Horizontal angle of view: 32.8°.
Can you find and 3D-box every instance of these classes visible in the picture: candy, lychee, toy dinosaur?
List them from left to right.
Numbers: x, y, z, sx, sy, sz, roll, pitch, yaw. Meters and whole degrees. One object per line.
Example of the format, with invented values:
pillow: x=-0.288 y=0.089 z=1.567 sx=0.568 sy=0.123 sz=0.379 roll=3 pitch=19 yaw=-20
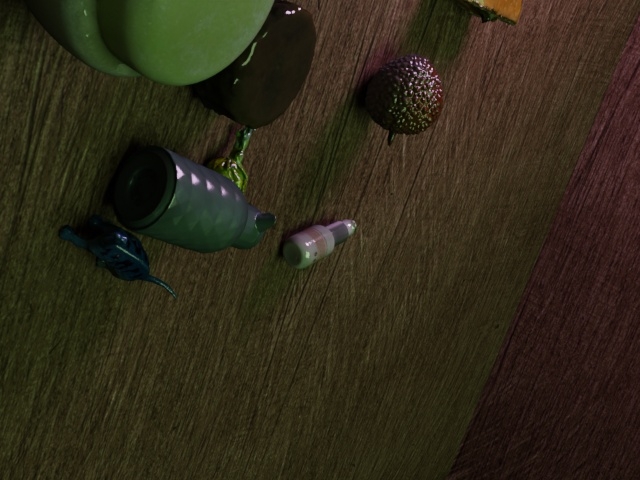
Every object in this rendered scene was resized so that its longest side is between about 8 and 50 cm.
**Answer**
toy dinosaur: x=-0.330 y=0.015 z=1.773 sx=0.076 sy=0.144 sz=0.329 roll=-58 pitch=164 yaw=-14
candy: x=-0.135 y=-0.190 z=1.958 sx=0.077 sy=0.073 sz=0.262 roll=31 pitch=82 yaw=-50
lychee: x=0.172 y=-0.289 z=2.244 sx=0.165 sy=0.165 sz=0.197 roll=-25 pitch=141 yaw=-46

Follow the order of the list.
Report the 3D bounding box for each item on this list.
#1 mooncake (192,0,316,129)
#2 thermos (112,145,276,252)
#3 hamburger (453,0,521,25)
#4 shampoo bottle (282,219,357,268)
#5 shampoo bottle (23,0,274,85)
mooncake: x=-0.115 y=-0.305 z=1.824 sx=0.228 sy=0.124 sz=0.228 roll=-45 pitch=151 yaw=-33
thermos: x=-0.219 y=-0.048 z=1.844 sx=0.286 sy=0.182 sz=0.145 roll=25 pitch=59 yaw=-53
hamburger: x=0.359 y=-0.542 z=2.351 sx=0.262 sy=0.124 sz=0.131 roll=8 pitch=108 yaw=-60
shampoo bottle: x=0.000 y=0.000 z=2.316 sx=0.192 sy=0.074 sz=0.074 roll=-27 pitch=137 yaw=-47
shampoo bottle: x=-0.234 y=-0.375 z=1.393 sx=0.322 sy=0.317 sz=0.322 roll=-44 pitch=157 yaw=-24
